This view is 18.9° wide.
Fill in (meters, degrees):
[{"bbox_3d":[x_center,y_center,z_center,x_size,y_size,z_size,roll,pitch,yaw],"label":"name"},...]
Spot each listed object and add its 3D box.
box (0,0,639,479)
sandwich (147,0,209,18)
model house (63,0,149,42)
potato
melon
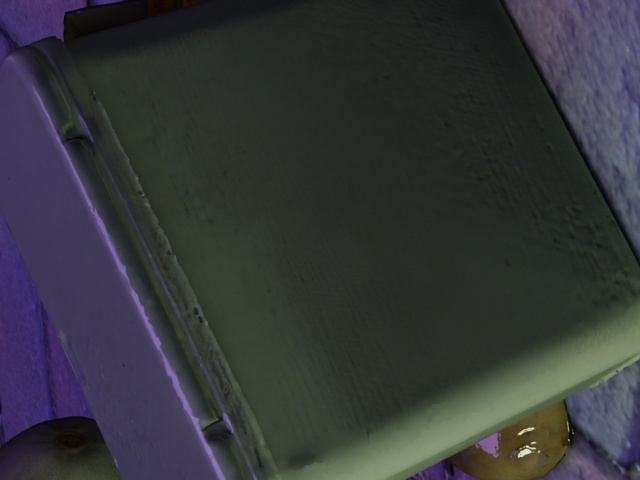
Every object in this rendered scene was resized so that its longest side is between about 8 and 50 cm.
[{"bbox_3d":[0.000,0.000,1.292,0.352,0.344,0.177,64,156,11],"label":"box"},{"bbox_3d":[-0.045,-0.093,1.559,0.288,0.100,0.254,44,-135,-59],"label":"sandwich"},{"bbox_3d":[-0.156,-0.076,1.717,0.243,0.204,0.211,55,-148,-64],"label":"model house"},{"bbox_3d":[0.108,0.102,1.471,0.200,0.081,0.164,61,153,11],"label":"potato"},{"bbox_3d":[-0.306,0.350,2.285,0.271,0.272,0.308,61,160,17],"label":"melon"}]
